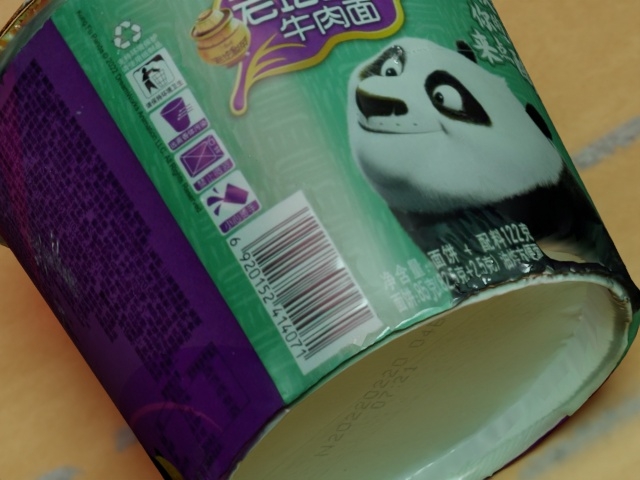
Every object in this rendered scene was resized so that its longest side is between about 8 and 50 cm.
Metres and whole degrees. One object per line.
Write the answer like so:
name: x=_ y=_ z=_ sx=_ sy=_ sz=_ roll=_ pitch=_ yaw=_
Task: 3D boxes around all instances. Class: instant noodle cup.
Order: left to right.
instant noodle cup: x=0.000 y=0.000 z=0.789 sx=0.251 sy=0.251 sz=0.190 roll=-29 pitch=63 yaw=-2
